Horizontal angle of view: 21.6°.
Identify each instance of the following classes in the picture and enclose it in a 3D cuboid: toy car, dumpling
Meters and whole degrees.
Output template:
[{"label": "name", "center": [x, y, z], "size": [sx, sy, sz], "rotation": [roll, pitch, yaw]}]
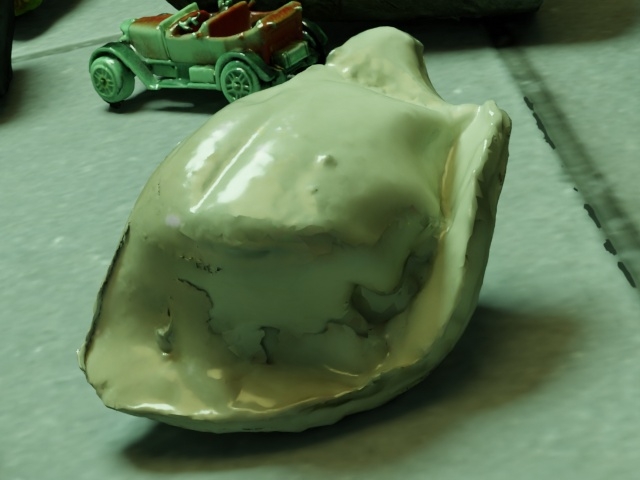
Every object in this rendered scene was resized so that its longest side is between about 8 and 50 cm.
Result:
[{"label": "toy car", "center": [-0.068, -0.110, 0.981], "size": [0.143, 0.054, 0.073], "rotation": [8, 31, 37]}, {"label": "dumpling", "center": [0.000, 0.000, 0.647], "size": [0.136, 0.118, 0.199], "rotation": [25, 70, 33]}]

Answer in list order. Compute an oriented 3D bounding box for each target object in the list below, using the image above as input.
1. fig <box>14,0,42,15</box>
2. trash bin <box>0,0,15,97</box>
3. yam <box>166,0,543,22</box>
[{"label": "fig", "center": [-0.240, -0.213, 1.223], "size": [0.123, 0.123, 0.156], "rotation": [-11, 43, 3]}, {"label": "trash bin", "center": [-0.274, -0.143, 1.048], "size": [0.161, 0.175, 0.175], "rotation": [-2, 24, -3]}, {"label": "yam", "center": [0.032, -0.200, 1.015], "size": [0.254, 0.154, 0.154], "rotation": [-2, 26, 20]}]
